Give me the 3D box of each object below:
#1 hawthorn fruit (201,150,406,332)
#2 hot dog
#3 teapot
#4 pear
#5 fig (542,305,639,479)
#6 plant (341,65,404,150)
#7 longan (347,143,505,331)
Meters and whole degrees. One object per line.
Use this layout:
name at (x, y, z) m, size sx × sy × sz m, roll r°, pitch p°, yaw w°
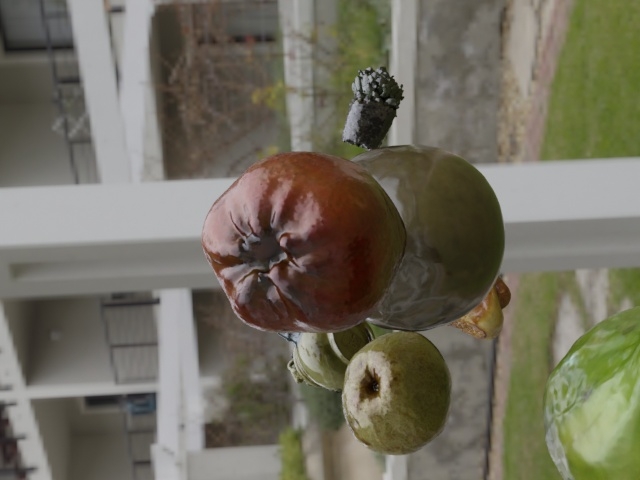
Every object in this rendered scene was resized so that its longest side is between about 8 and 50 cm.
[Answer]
hawthorn fruit at (0.000, 0.000, 1.414) m, size 0.261 × 0.224 × 0.224 m, roll -18°, pitch -70°, yaw -54°
hot dog at (0.287, 0.098, 2.582) m, size 0.153 × 0.257 × 0.150 m, roll -62°, pitch -23°, yaw -16°
teapot at (0.022, 0.240, 2.449) m, size 0.183 × 0.269 × 0.173 m, roll -35°, pitch 24°, yaw 40°
pear at (0.138, 0.272, 2.177) m, size 0.211 × 0.188 × 0.228 m, roll 30°, pitch -118°, yaw -62°
fig at (0.311, 0.168, 1.200) m, size 0.314 × 0.233 × 0.233 m, roll 18°, pitch -115°, yaw -55°
plant at (0.088, -0.225, 2.057) m, size 0.094 × 0.092 × 0.143 m, roll -166°, pitch 94°, yaw -88°
longan at (0.130, -0.011, 1.783) m, size 0.297 × 0.297 × 0.297 m, roll 177°, pitch 90°, yaw -87°
